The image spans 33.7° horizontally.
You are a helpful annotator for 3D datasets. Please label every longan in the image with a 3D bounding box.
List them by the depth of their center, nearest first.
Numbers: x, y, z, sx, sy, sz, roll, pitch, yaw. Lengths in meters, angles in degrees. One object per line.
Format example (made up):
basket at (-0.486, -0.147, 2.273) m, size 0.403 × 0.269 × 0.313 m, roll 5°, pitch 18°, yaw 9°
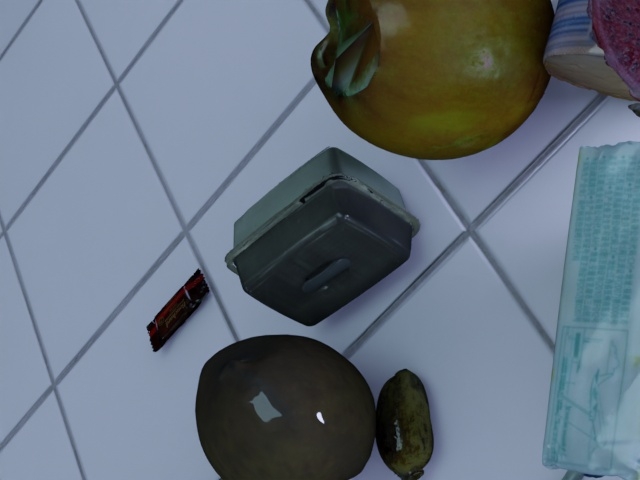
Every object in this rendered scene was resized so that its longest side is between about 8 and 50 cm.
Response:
longan at (-0.055, 0.278, 1.662) m, size 0.350 × 0.288 × 0.289 m, roll 163°, pitch 118°, yaw -68°

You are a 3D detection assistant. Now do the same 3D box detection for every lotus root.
lotus root at (0.128, 0.286, 1.639) m, size 0.089 × 0.080 × 0.179 m, roll -24°, pitch 58°, yaw 36°

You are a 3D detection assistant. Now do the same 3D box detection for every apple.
apple at (0.153, -0.297, 1.600) m, size 0.384 × 0.374 × 0.374 m, roll 32°, pitch 99°, yaw 53°

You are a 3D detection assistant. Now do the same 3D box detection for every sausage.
sausage at (0.447, -0.348, 1.452) m, size 0.233 × 0.233 × 0.287 m, roll 10°, pitch 83°, yaw 44°

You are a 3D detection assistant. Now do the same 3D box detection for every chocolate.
chocolate at (-0.285, 0.142, 2.109) m, size 0.182 × 0.028 × 0.086 m, roll -51°, pitch 41°, yaw 17°

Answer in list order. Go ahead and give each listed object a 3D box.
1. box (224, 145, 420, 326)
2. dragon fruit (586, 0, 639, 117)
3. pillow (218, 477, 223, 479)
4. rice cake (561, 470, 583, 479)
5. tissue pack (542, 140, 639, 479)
box at (0.000, 0.000, 1.762) m, size 0.290 × 0.220 × 0.166 m, roll -37°, pitch 40°, yaw 28°
dragon fruit at (0.504, -0.302, 1.212) m, size 0.263 × 0.296 × 0.314 m, roll -38°, pitch 13°, yaw -24°
pillow at (-0.169, 0.524, 1.840) m, size 0.302 × 0.074 × 0.185 m, roll -53°, pitch 50°, yaw 18°
rice cake at (0.347, 0.330, 1.462) m, size 0.022 × 0.021 × 0.121 m, roll 38°, pitch 103°, yaw 33°
tissue pack at (0.409, 0.104, 1.298) m, size 0.162 × 0.287 × 0.388 m, roll 2°, pitch 78°, yaw 38°
